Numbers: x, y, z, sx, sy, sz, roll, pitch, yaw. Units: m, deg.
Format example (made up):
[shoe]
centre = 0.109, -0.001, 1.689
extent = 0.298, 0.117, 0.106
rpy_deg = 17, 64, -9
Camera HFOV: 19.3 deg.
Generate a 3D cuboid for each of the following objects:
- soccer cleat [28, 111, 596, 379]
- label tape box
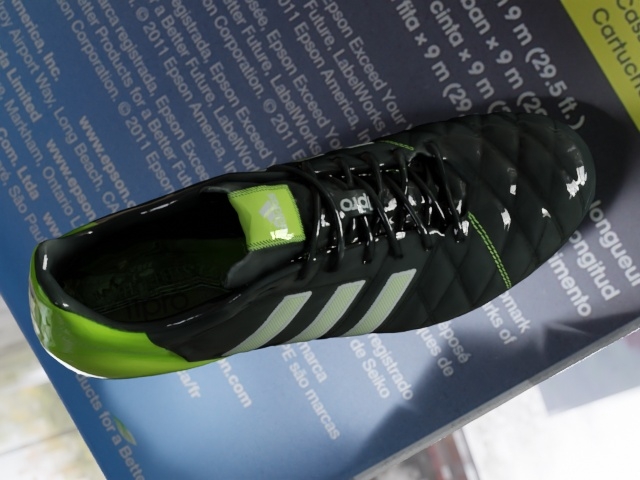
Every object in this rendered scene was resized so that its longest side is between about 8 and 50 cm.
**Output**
[soccer cleat]
centre = 0.000, 0.000, 0.560
extent = 0.179, 0.060, 0.072
rpy_deg = -17, 164, -5
[label tape box]
centre = 0.033, -0.067, 0.681
extent = 0.347, 0.249, 0.115
rpy_deg = -32, 175, 20
